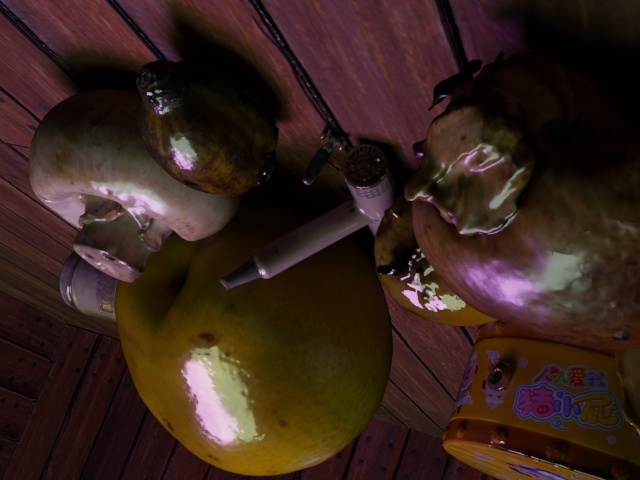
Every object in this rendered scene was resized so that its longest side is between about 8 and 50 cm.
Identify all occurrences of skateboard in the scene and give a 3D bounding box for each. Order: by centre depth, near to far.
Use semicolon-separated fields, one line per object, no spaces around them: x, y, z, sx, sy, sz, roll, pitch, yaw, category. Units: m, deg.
0.000;-0.080;0.977;0.032;0.064;0.083;32;173;3;skateboard

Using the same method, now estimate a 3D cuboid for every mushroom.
0.193;-0.021;0.690;0.283;0.195;0.263;26;169;-20;mushroom
-0.236;-0.074;1.036;0.254;0.195;0.189;4;154;37;mushroom

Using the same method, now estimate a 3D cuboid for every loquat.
0.148;0.016;0.955;0.172;0.149;0.204;3;171;43;loquat

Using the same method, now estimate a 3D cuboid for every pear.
-0.082;0.124;1.208;0.362;0.362;0.418;9;163;34;pear

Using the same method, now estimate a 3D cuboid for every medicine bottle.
-0.370;0.106;1.864;0.322;0.151;0.151;12;162;27;medicine bottle

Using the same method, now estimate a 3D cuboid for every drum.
0.413;0.287;1.410;0.431;0.214;0.431;19;164;6;drum

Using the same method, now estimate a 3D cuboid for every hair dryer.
0.001;0.006;1.017;0.053;0.220;0.195;53;180;25;hair dryer

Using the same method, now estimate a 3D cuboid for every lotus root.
-0.115;-0.112;0.894;0.120;0.120;0.209;10;164;31;lotus root

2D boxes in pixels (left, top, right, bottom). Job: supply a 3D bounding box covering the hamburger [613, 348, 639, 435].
0.421;0.121;0.803;0.276;0.276;0.237;7;170;38;hamburger
